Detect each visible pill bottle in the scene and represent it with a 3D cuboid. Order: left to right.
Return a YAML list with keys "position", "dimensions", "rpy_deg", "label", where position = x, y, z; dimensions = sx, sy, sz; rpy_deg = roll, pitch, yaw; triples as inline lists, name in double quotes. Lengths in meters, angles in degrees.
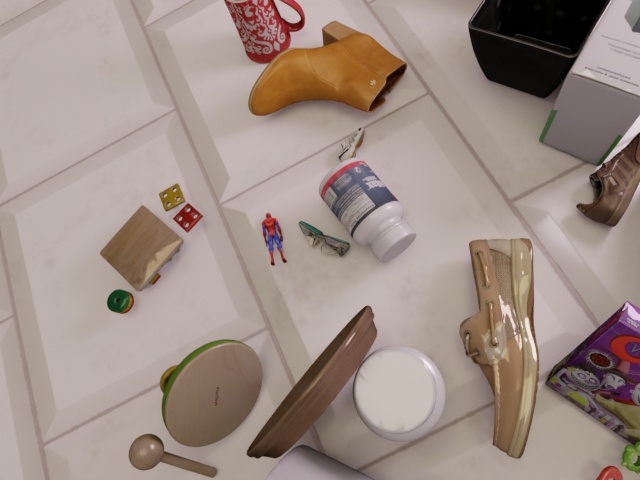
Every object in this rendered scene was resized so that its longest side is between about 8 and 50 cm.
- position: [0.088, -0.053, 0.853]
  dimensions: [0.108, 0.108, 0.180]
  rpy_deg: [-36, 69, -1]
  label: "pill bottle"
- position: [0.116, 0.223, 0.687]
  dimensions: [0.131, 0.229, 0.131]
  rpy_deg: [-4, 71, 12]
  label: "pill bottle"

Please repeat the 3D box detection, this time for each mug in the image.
- position: [-0.126, -0.499, 1.019]
  dimensions: [0.150, 0.169, 0.113]
  rpy_deg: [-37, 67, -1]
  label: "mug"

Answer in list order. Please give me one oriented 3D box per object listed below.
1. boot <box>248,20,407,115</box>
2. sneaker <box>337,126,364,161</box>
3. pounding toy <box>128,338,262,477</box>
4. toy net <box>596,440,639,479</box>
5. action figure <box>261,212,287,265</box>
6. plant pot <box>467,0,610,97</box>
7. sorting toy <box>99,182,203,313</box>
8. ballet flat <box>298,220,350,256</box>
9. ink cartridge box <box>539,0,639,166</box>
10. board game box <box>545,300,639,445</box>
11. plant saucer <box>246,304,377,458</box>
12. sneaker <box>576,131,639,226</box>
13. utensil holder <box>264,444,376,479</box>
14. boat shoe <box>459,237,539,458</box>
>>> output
- position: [0.016, -0.317, 0.962]
  dimensions: [0.295, 0.104, 0.211]
  rpy_deg: [-43, 68, -8]
  label: "boot"
- position: [0.061, -0.197, 0.948]
  dimensions: [0.037, 0.032, 0.083]
  rpy_deg: [23, 78, 19]
  label: "sneaker"
- position: [-0.215, 0.265, 0.802]
  dimensions: [0.110, 0.183, 0.236]
  rpy_deg: [20, 79, 44]
  label: "pounding toy"
- position: [0.416, 0.401, 0.641]
  dimensions: [0.122, 0.045, 0.232]
  rpy_deg: [40, 85, 0]
  label: "toy net"
- position: [-0.093, -0.006, 0.921]
  dimensions: [0.038, 0.030, 0.115]
  rpy_deg: [-15, 64, 2]
  label: "action figure"
- position: [0.396, -0.378, 0.859]
  dimensions: [0.187, 0.167, 0.188]
  rpy_deg: [29, 81, 23]
  label: "plant pot"
- position: [-0.354, 0.012, 0.964]
  dimensions: [0.132, 0.046, 0.274]
  rpy_deg: [37, 83, 21]
  label: "sorting toy"
- position: [0.000, 0.000, 0.894]
  dimensions: [0.114, 0.041, 0.041]
  rpy_deg: [26, 79, 20]
  label: "ballet flat"
- position: [0.511, -0.307, 0.788]
  dimensions: [0.122, 0.211, 0.289]
  rpy_deg: [30, 79, 20]
  label: "ink cartridge box"
- position: [0.505, 0.243, 0.607]
  dimensions: [0.347, 0.208, 0.056]
  rpy_deg: [35, 51, 21]
  label: "board game box"
- position: [-0.004, 0.214, 0.701]
  dimensions: [0.041, 0.278, 0.278]
  rpy_deg: [41, 84, 6]
  label: "plant saucer"
- position: [0.508, -0.118, 0.802]
  dimensions: [0.071, 0.066, 0.188]
  rpy_deg: [25, 78, 20]
  label: "sneaker"
- position: [0.075, 0.482, 0.561]
  dimensions: [0.386, 0.327, 0.327]
  rpy_deg: [20, 77, 20]
  label: "utensil holder"
- position: [0.278, 0.156, 0.741]
  dimensions: [0.110, 0.121, 0.341]
  rpy_deg: [2, 62, 18]
  label: "boat shoe"
